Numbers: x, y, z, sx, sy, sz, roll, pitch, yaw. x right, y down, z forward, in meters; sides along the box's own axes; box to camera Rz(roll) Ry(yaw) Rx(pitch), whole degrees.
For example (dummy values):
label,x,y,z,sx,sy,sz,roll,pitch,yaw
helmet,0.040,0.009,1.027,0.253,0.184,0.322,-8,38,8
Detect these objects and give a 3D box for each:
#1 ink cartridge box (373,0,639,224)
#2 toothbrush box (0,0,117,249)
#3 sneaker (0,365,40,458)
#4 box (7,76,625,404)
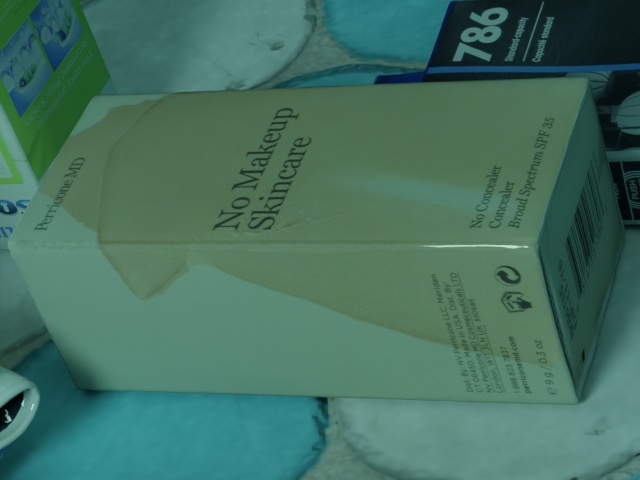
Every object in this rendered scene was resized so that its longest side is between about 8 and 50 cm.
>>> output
label,x,y,z,sx,sy,sz,roll,pitch,yaw
ink cartridge box,0.160,-0.081,1.174,0.333,0.065,0.165,-2,41,22
toothbrush box,-0.271,-0.137,1.246,0.206,0.283,0.122,2,44,25
sneaker,-0.259,0.069,1.134,0.236,0.130,0.322,2,39,14
box,0.000,0.000,1.093,0.311,0.121,0.148,-1,42,22
